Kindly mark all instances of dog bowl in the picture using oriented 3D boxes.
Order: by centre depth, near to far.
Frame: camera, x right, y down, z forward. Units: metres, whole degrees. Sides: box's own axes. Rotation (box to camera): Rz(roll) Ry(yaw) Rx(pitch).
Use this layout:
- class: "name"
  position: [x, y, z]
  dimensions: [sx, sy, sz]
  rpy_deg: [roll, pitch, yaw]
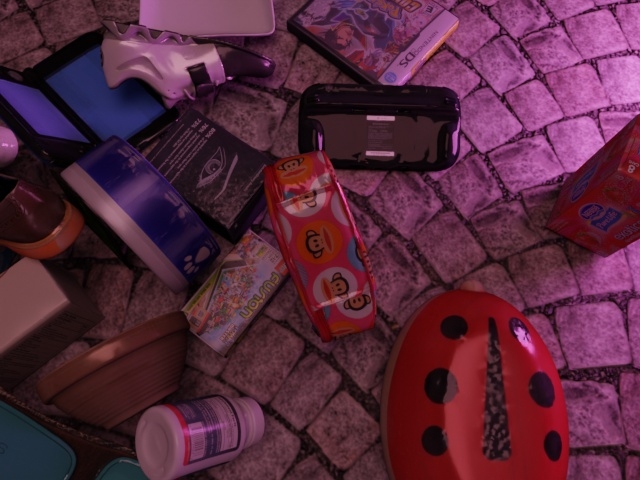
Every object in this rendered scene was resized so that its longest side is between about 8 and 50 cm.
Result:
- class: "dog bowl"
  position: [-0.290, -0.039, 0.888]
  dimensions: [0.265, 0.265, 0.104]
  rpy_deg: [43, 75, 11]

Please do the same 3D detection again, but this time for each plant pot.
- class: "plant pot"
  position: [-0.295, 0.212, 0.832]
  dimensions: [0.237, 0.237, 0.109]
  rpy_deg: [-29, 84, -9]

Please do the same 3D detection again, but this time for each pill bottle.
- class: "pill bottle"
  position: [-0.178, 0.296, 0.831]
  dimensions: [0.108, 0.180, 0.107]
  rpy_deg: [-5, 83, 39]

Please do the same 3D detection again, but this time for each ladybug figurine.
- class: "ladybug figurine"
  position: [0.251, 0.278, 0.858]
  dimensions: [0.305, 0.162, 0.448]
  rpy_deg: [0, 73, -1]

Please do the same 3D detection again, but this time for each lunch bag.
- class: "lunch bag"
  position: [0.000, 0.000, 0.888]
  dimensions: [0.120, 0.258, 0.293]
  rpy_deg: [-18, 97, 0]

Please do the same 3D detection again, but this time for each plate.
- class: "plate"
  position: [-0.243, -0.538, 1.153]
  dimensions: [0.278, 0.045, 0.277]
  rpy_deg: [-5, 74, -2]

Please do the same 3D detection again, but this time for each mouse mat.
- class: "mouse mat"
  position: [-0.389, -0.030, 0.923]
  dimensions: [0.153, 0.189, 0.007]
  rpy_deg: [43, 69, 11]

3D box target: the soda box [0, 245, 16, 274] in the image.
- class: "soda box"
  position: [-0.618, 0.074, 0.950]
  dimensions: [0.071, 0.067, 0.210]
  rpy_deg: [17, 74, 4]

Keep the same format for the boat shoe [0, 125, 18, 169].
- class: "boat shoe"
  position: [-0.627, -0.160, 0.953]
  dimensions: [0.367, 0.157, 0.135]
  rpy_deg: [0, 93, 42]

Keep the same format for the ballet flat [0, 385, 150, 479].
- class: "ballet flat"
  position: [-0.364, 0.366, 0.800]
  dimensions: [0.483, 0.182, 0.164]
  rpy_deg: [36, 58, -8]

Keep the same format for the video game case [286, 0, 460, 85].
- class: "video game case"
  position: [0.112, -0.458, 1.142]
  dimensions: [0.275, 0.035, 0.248]
  rpy_deg: [40, 77, 10]

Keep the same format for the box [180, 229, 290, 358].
- class: "box"
  position: [-0.148, 0.094, 0.970]
  dimensions: [0.114, 0.036, 0.207]
  rpy_deg: [36, 76, 9]

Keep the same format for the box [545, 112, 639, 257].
- class: "box"
  position: [0.513, -0.082, 0.922]
  dimensions: [0.128, 0.257, 0.122]
  rpy_deg: [29, 73, 7]

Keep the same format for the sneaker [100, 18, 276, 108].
- class: "sneaker"
  position: [-0.256, -0.328, 1.062]
  dimensions: [0.331, 0.122, 0.146]
  rpy_deg: [4, 102, -15]

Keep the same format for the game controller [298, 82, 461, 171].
- class: "game controller"
  position: [0.116, -0.221, 1.056]
  dimensions: [0.320, 0.067, 0.166]
  rpy_deg: [2, 97, 0]

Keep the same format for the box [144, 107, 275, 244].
- class: "box"
  position: [-0.198, -0.116, 0.995]
  dimensions: [0.207, 0.108, 0.153]
  rpy_deg: [35, 75, 8]

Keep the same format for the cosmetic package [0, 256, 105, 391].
- class: "cosmetic package"
  position: [-0.535, 0.171, 0.876]
  dimensions: [0.309, 0.160, 0.113]
  rpy_deg: [-39, 77, -13]

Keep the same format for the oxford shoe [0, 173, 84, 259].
- class: "oxford shoe"
  position: [-0.545, -0.059, 0.854]
  dimensions: [0.364, 0.132, 0.129]
  rpy_deg: [1, 56, 24]

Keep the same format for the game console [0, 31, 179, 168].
- class: "game console"
  position: [-0.465, -0.282, 1.013]
  dimensions: [0.293, 0.250, 0.173]
  rpy_deg: [43, 104, 11]
